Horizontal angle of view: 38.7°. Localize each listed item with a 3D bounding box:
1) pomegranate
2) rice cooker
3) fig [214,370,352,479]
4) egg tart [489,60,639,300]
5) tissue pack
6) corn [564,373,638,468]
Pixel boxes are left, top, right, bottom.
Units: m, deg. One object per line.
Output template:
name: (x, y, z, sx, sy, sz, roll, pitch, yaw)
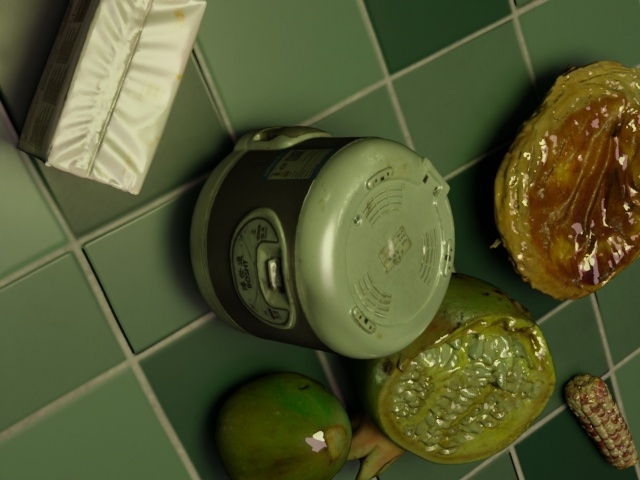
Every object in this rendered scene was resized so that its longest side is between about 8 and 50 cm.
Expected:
pomegranate: (0.153, 0.190, 1.334, 0.358, 0.216, 0.310, -42, 130, 21)
rice cooker: (-0.003, 0.000, 1.154, 0.288, 0.277, 0.288, -8, 101, -45)
fig: (-0.044, 0.272, 1.253, 0.181, 0.191, 0.181, 8, 77, -39)
egg tart: (0.380, -0.083, 1.414, 0.340, 0.153, 0.351, -35, 116, -17)
tissue pack: (-0.241, -0.182, 1.034, 0.124, 0.185, 0.225, 19, 92, -27)
corn: (0.507, 0.327, 1.621, 0.079, 0.079, 0.237, -43, 118, -13)
